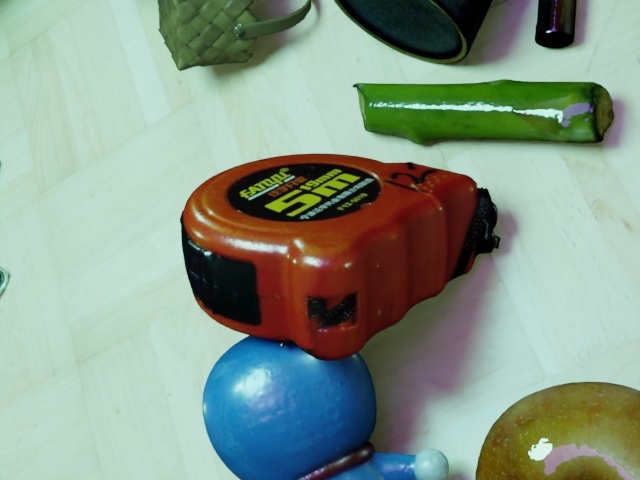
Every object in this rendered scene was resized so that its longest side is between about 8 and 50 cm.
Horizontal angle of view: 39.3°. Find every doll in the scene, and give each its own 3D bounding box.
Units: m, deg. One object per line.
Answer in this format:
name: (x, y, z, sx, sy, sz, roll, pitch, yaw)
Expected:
doll: (0.000, 0.199, 0.838, 0.215, 0.161, 0.256, -24, 80, 3)

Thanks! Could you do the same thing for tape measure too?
tape measure: (0.000, 0.000, 0.853, 0.261, 0.253, 0.113, 16, 121, 35)

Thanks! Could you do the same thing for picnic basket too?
picnic basket: (-0.098, -0.279, 1.058, 0.179, 0.137, 0.128, -15, 53, -20)

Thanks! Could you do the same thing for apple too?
apple: (0.213, 0.210, 0.704, 0.201, 0.162, 0.201, -9, 67, 23)

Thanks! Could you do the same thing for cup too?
cup: (0.150, -0.285, 0.944, 0.176, 0.239, 0.166, -61, 17, -9)

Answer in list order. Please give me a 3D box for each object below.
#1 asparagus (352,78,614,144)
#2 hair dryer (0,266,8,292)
asparagus: (0.152, -0.132, 0.913, 0.278, 0.060, 0.067, 3, 85, 28)
hair dryer: (-0.450, -0.030, 1.196, 0.155, 0.044, 0.183, 18, 79, 28)
